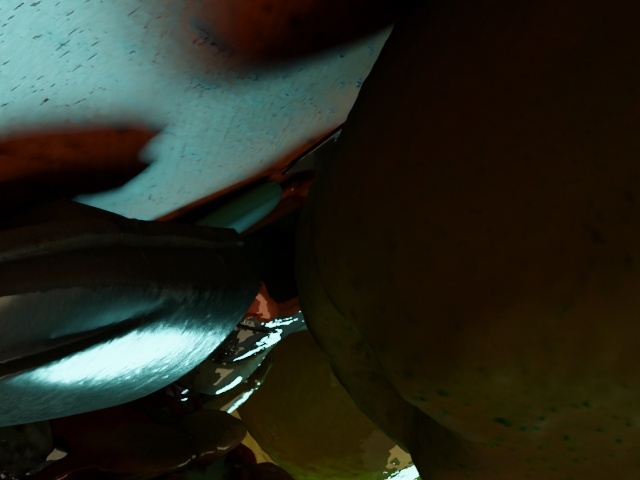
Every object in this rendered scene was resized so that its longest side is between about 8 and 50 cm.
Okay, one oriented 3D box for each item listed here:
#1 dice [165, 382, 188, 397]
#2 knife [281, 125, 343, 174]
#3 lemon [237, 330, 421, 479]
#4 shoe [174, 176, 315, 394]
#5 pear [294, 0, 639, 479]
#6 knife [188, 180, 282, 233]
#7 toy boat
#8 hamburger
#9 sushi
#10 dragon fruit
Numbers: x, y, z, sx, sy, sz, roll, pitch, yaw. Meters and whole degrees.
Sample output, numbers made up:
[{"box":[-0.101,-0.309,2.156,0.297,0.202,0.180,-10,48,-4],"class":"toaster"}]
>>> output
[{"box":[-0.139,0.094,1.261,0.093,0.094,0.091,-37,174,14],"class":"dice"},{"box":[0.068,-0.111,1.068,0.230,0.028,0.060,-32,164,4],"class":"knife"},{"box":[0.052,0.141,1.703,0.348,0.348,0.348,-34,176,-3],"class":"lemon"},{"box":[0.000,0.000,1.185,0.336,0.132,0.171,-25,161,-46],"class":"shoe"},{"box":[0.167,-0.008,0.774,0.391,0.391,0.391,-34,176,-3],"class":"pear"},{"box":[-0.099,0.004,0.997,0.222,0.031,0.064,-35,173,-47],"class":"knife"},{"box":[-0.141,0.035,0.679,0.141,0.092,0.319,-34,169,14],"class":"toy boat"},{"box":[-0.128,0.118,1.452,0.159,0.131,0.185,-44,-179,10],"class":"hamburger"},{"box":[-0.246,0.143,1.001,0.084,0.094,0.098,-35,172,21],"class":"sushi"},{"box":[-0.172,0.213,1.148,0.307,0.228,0.243,-6,175,-4],"class":"dragon fruit"}]
